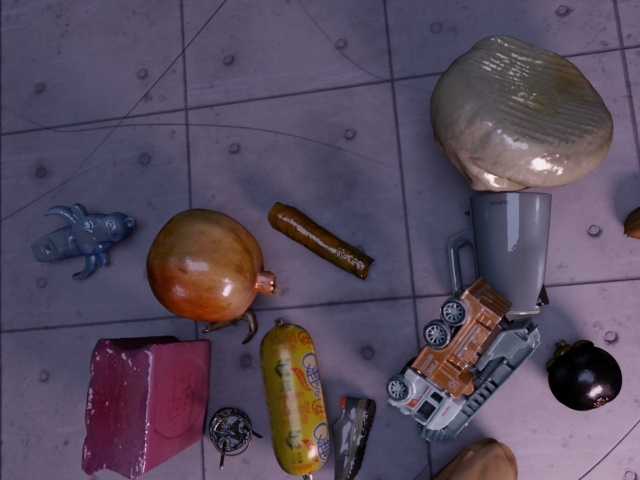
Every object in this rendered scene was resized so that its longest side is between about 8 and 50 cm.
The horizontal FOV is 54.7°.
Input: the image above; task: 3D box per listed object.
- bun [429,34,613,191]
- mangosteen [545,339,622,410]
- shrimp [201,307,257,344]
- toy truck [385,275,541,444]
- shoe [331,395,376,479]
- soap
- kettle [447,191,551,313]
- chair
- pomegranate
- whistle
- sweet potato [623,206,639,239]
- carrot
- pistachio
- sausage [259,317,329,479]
[{"bbox_3d":[0.384,-0.226,1.236,0.365,0.219,0.365,6,52,-8],"label":"bun"},{"bbox_3d":[0.512,0.259,1.226,0.137,0.137,0.151,-29,44,5],"label":"mangosteen"},{"bbox_3d":[-0.204,0.198,1.399,0.127,0.025,0.091,-21,81,4],"label":"shrimp"},{"bbox_3d":[0.266,0.252,1.213,0.184,0.133,0.338,37,114,18],"label":"toy truck"},{"bbox_3d":[0.055,0.421,1.306,0.077,0.074,0.194,14,82,23],"label":"shoe"},{"bbox_3d":[-0.332,0.311,1.236,0.128,0.359,0.232,3,83,7],"label":"soap"},{"bbox_3d":[0.362,0.028,1.274,0.211,0.160,0.243,1,89,28],"label":"kettle"},{"bbox_3d":[-0.180,0.402,1.290,0.095,0.221,0.104,0,80,-14],"label":"chair"},{"bbox_3d":[-0.222,0.062,1.310,0.271,0.252,0.229,15,65,13],"label":"pomegranate"},{"bbox_3d":[-0.556,-0.008,1.454,0.269,0.093,0.180,-19,105,8],"label":"whistle"},{"bbox_3d":[0.723,-0.078,1.262,0.233,0.062,0.081,-40,76,-1],"label":"sweet potato"},{"bbox_3d":[0.000,0.000,1.368,0.260,0.070,0.070,32,89,12],"label":"carrot"},{"bbox_3d":[0.296,0.520,1.211,0.260,0.163,0.212,-37,117,-16],"label":"pistachio"},{"bbox_3d":[-0.055,0.333,1.304,0.123,0.123,0.347,-12,80,8],"label":"sausage"}]
